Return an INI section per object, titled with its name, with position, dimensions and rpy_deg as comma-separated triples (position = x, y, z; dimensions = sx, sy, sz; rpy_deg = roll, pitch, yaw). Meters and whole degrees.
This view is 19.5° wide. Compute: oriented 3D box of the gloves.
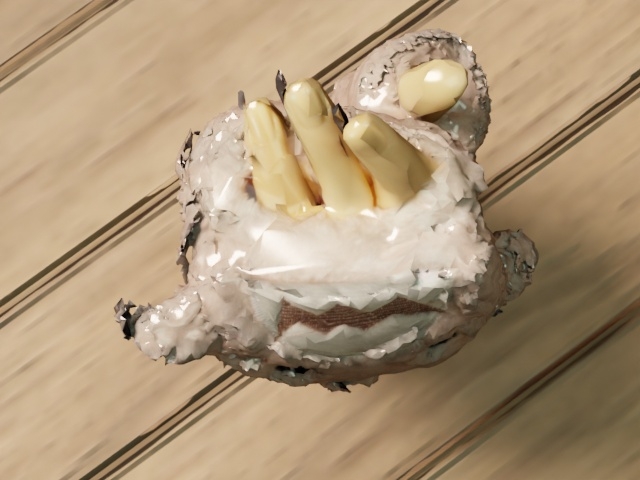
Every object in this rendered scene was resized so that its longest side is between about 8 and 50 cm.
[gloves]
position = 0.008, -0.003, 0.548
dimensions = 0.110, 0.144, 0.094
rpy_deg = -20, 92, 15
